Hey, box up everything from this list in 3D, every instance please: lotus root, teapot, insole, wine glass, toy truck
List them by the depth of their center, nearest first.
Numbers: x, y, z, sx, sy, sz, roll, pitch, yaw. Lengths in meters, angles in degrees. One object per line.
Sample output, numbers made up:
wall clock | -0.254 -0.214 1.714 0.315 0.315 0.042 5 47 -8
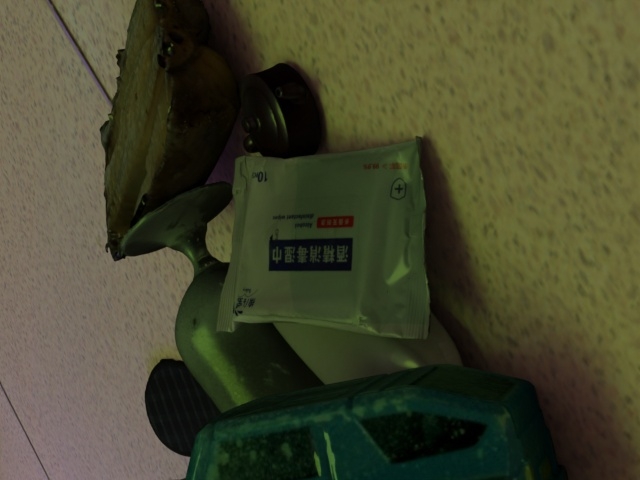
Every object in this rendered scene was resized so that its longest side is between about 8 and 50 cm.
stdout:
toy truck | 0.002 0.167 0.818 0.155 0.279 0.156 -10 -92 -73
teapot | -0.034 -0.083 0.968 0.067 0.045 0.100 65 154 13
wine glass | -0.055 0.078 1.071 0.231 0.103 0.103 60 154 13
lotus root | -0.123 -0.078 1.129 0.329 0.078 0.167 127 142 -64
insole | -0.123 0.168 1.392 0.309 0.012 0.110 -14 96 66

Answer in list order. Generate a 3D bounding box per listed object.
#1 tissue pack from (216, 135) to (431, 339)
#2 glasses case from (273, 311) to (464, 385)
tissue pack | 0.000 0.000 0.902 0.193 0.026 0.122 -3 80 49
glasses case | 0.018 0.052 0.950 0.233 0.059 0.092 43 137 44
